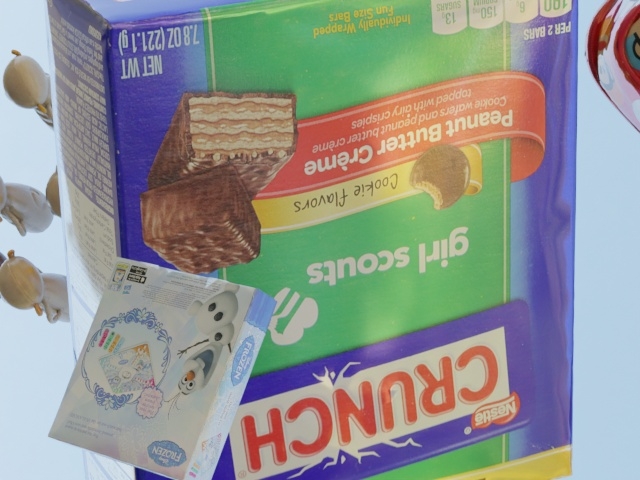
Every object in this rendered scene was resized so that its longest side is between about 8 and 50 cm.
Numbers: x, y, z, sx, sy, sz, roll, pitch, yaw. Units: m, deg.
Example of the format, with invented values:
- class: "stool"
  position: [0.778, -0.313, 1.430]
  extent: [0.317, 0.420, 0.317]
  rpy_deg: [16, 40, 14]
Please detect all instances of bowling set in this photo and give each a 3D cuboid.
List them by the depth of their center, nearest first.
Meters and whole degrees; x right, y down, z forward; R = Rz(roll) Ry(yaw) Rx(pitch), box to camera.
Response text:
- class: "bowling set"
  position: [-0.251, 0.004, 1.621]
  extent: [0.200, 0.154, 0.287]
  rpy_deg: [-33, -109, 9]

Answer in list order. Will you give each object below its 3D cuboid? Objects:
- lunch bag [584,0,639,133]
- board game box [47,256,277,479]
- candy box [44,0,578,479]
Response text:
- class: "lunch bag"
  position: [0.360, -0.146, 1.284]
  extent: [0.258, 0.120, 0.293]
  rpy_deg: [45, -94, -8]
- class: "board game box"
  position: [-0.072, 0.058, 0.829]
  extent: [0.090, 0.020, 0.090]
  rpy_deg: [12, -105, 40]
- class: "candy box"
  position: [0.000, 0.000, 1.027]
  extent: [0.122, 0.268, 0.317]
  rpy_deg: [-137, -139, -58]
